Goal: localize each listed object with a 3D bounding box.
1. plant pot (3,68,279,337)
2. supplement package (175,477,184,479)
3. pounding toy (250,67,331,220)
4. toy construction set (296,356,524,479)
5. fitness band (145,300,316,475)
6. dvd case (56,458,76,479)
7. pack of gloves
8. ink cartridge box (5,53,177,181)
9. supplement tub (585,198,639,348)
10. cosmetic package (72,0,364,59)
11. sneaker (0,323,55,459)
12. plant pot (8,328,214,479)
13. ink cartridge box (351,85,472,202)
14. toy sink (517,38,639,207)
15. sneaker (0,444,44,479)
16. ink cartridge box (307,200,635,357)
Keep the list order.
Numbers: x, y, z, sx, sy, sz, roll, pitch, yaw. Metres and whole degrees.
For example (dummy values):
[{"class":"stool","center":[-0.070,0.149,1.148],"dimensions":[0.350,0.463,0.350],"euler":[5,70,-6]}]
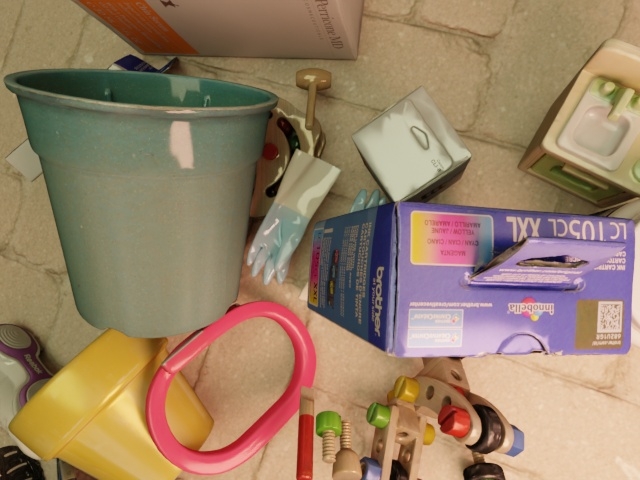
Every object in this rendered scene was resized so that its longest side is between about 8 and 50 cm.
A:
[{"class":"plant pot","center":[-0.244,-0.061,0.681],"dimensions":[0.340,0.341,0.335],"euler":[12,114,12]},{"class":"supplement package","center":[-0.199,0.552,0.716],"dimensions":[0.292,0.175,0.178],"euler":[17,90,26]},{"class":"pounding toy","center":[-0.079,-0.170,0.773],"dimensions":[0.154,0.155,0.270],"euler":[11,89,8]},{"class":"toy construction set","center":[0.120,0.242,0.697],"dimensions":[0.308,0.258,0.237],"euler":[3,42,-3]},{"class":"fitness band","center":[-0.135,0.227,0.730],"dimensions":[0.290,0.054,0.209],"euler":[-37,99,-30]},{"class":"dvd case","center":[-0.441,0.468,0.791],"dimensions":[0.022,0.253,0.181],"euler":[-3,85,-33]},{"class":"pack of gloves","center":[0.000,0.000,0.737],"dimensions":[0.195,0.046,0.232],"euler":[23,105,-14]},{"class":"ink cartridge box","center":[-0.420,-0.255,0.850],"dimensions":[0.332,0.165,0.065],"euler":[-36,119,6]},{"class":"supplement tub","center":[0.424,0.043,0.594],"dimensions":[0.191,0.272,0.191],"euler":[-1,87,12]},{"class":"cosmetic package","center":[-0.164,-0.435,0.773],"dimensions":[0.452,0.230,0.162],"euler":[6,88,13]},{"class":"sneaker","center":[-0.575,0.305,0.870],"dimensions":[0.305,0.114,0.152],"euler":[42,103,28]},{"class":"plant pot","center":[-0.321,0.289,0.766],"dimensions":[0.254,0.254,0.239],"euler":[-44,95,6]},{"class":"ink cartridge box","center":[0.141,-0.129,0.713],"dimensions":[0.127,0.176,0.128],"euler":[-34,80,8]},{"class":"toy sink","center":[0.394,-0.141,0.632],"dimensions":[0.152,0.234,0.131],"euler":[29,92,11]},{"class":"sneaker","center":[-0.596,0.537,0.870],"dimensions":[0.107,0.100,0.272],"euler":[-16,83,16]},{"class":"ink cartridge box","center":[0.158,0.043,0.553],"dimensions":[0.269,0.395,0.151],"euler":[3,90,-14]}]
